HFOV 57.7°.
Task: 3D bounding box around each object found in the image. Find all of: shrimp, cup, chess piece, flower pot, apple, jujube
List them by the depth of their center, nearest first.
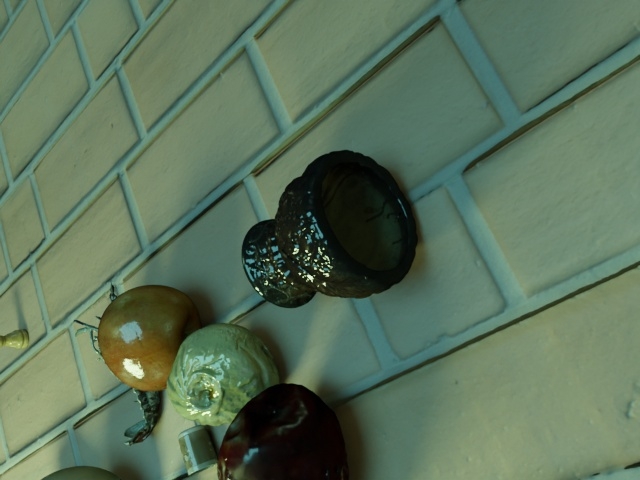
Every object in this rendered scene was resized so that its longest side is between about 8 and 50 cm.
[{"bbox_3d":[0.000,0.000,1.092,0.267,0.267,0.266,-28,71,43],"label":"flower pot"},{"bbox_3d":[-0.066,0.471,1.114,0.259,0.258,0.376,-6,90,37],"label":"jujube"},{"bbox_3d":[-0.392,0.228,1.381,0.254,0.254,0.253,-2,87,37],"label":"apple"},{"bbox_3d":[-0.294,0.505,1.406,0.074,0.102,0.099,-22,69,-6],"label":"cup"},{"bbox_3d":[-0.514,0.320,1.518,0.410,0.166,0.221,64,167,-3],"label":"shrimp"},{"bbox_3d":[-1.048,0.332,1.937,0.066,0.122,0.066,-2,87,37],"label":"chess piece"}]

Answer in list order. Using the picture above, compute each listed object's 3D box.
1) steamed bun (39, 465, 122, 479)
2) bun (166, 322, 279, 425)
[{"bbox_3d":[-0.630,0.748,1.501,0.206,0.325,0.323,148,116,-72],"label":"steamed bun"},{"bbox_3d":[-0.209,0.303,1.249,0.244,0.153,0.243,1,107,3],"label":"bun"}]
